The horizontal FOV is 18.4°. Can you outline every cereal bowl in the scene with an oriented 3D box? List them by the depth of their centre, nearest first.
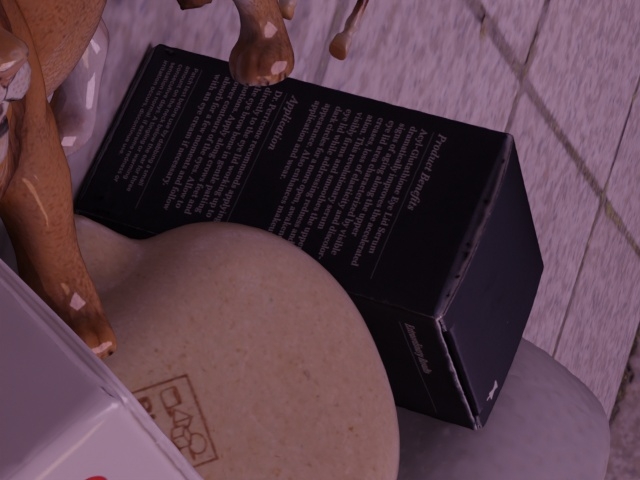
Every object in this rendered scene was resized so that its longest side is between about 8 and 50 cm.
[{"bbox_3d":[0.005,0.171,1.168,0.339,0.141,0.339,-45,-168,13],"label":"cereal bowl"}]

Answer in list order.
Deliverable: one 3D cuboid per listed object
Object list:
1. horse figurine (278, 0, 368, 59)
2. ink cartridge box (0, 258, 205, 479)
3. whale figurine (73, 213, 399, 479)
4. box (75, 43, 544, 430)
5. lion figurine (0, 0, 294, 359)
[{"bbox_3d":[0.015,-0.217,1.126,0.174,0.066,0.263,-65,163,-8],"label":"horse figurine"},{"bbox_3d":[-0.171,0.138,0.640,0.278,0.117,0.201,-41,154,-8],"label":"ink cartridge box"},{"bbox_3d":[-0.095,0.097,0.874,0.272,0.141,0.216,-18,84,-41],"label":"whale figurine"},{"bbox_3d":[0.000,0.000,1.036,0.153,0.207,0.108,68,42,-62],"label":"box"},{"bbox_3d":[-0.120,-0.101,0.776,0.392,0.142,0.240,-72,156,-54],"label":"lion figurine"}]
